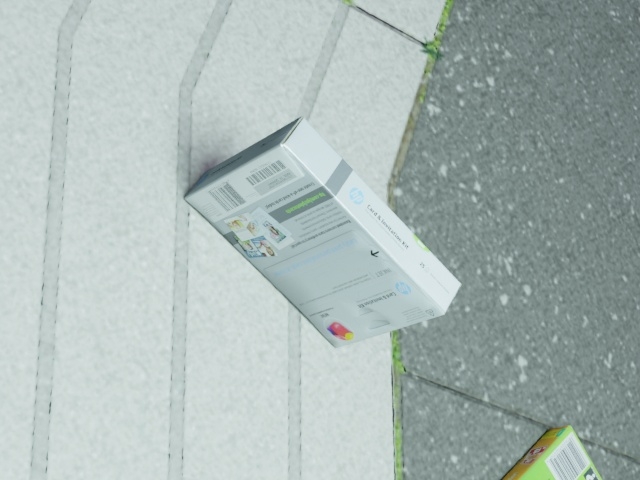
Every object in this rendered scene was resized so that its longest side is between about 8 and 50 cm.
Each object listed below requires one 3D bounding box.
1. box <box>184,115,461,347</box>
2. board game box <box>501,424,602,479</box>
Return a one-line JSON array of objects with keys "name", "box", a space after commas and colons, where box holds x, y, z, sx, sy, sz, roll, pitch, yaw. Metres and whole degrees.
[{"name": "box", "box": [0.000, 0.000, 0.972, 0.186, 0.145, 0.038, 46, 54, -15]}, {"name": "board game box", "box": [0.176, 0.286, 1.081, 0.259, 0.039, 0.124, -36, 97, -42]}]
